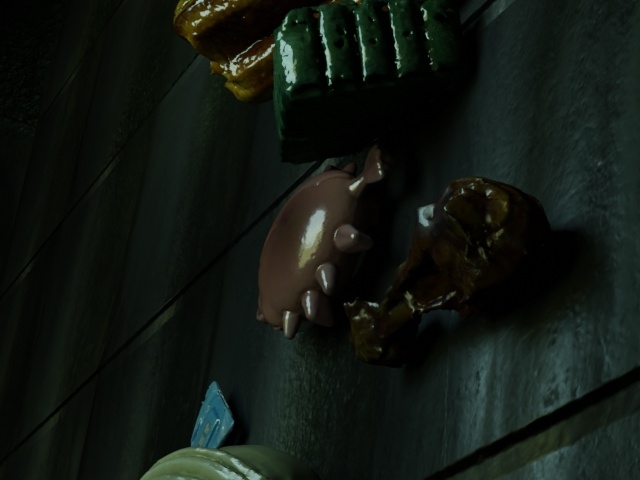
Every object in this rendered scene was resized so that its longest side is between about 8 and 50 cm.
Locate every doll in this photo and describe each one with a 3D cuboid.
[{"bbox_3d":[0.000,0.000,1.663,0.262,0.093,0.211,-54,21,27],"label":"doll"}]

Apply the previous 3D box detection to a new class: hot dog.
[{"bbox_3d":[0.002,-0.276,1.702,0.349,0.158,0.117,-28,23,30],"label":"hot dog"}]

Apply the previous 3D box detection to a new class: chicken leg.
[{"bbox_3d":[0.099,0.031,1.366,0.093,0.113,0.304,-57,8,-34],"label":"chicken leg"}]

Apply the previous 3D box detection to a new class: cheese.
[{"bbox_3d":[-0.161,0.292,1.871,0.244,0.052,0.135,-65,23,12],"label":"cheese"}]

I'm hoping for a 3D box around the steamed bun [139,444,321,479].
[{"bbox_3d":[-0.113,0.344,1.456,0.310,0.219,0.324,11,82,70],"label":"steamed bun"}]

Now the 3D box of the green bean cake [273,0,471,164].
[{"bbox_3d":[0.045,-0.164,1.640,0.208,0.193,0.107,99,160,-68],"label":"green bean cake"}]
